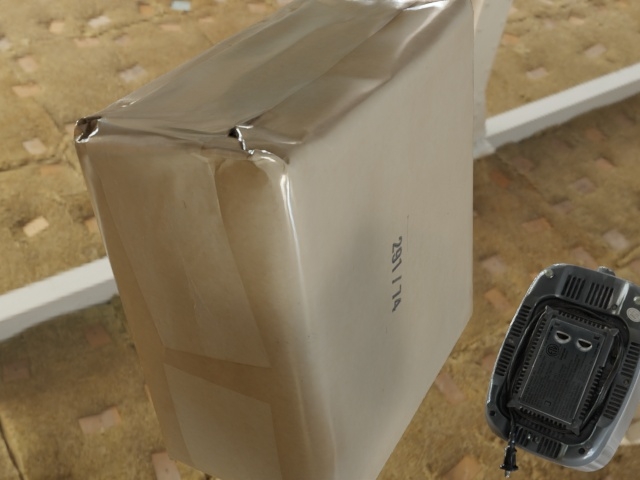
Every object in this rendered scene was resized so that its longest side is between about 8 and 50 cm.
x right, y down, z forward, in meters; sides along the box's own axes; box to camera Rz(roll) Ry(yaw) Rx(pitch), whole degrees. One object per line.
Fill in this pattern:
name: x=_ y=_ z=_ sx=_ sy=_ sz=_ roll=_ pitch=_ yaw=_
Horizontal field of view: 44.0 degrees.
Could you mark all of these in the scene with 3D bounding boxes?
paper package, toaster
paper package: x=0.000 y=0.000 z=0.633 sx=0.168 sy=0.324 sz=0.309 roll=13 pitch=-142 yaw=28
toaster: x=0.256 y=0.144 z=0.804 sx=0.129 sy=0.146 sz=0.226 roll=18 pitch=-101 yaw=32
